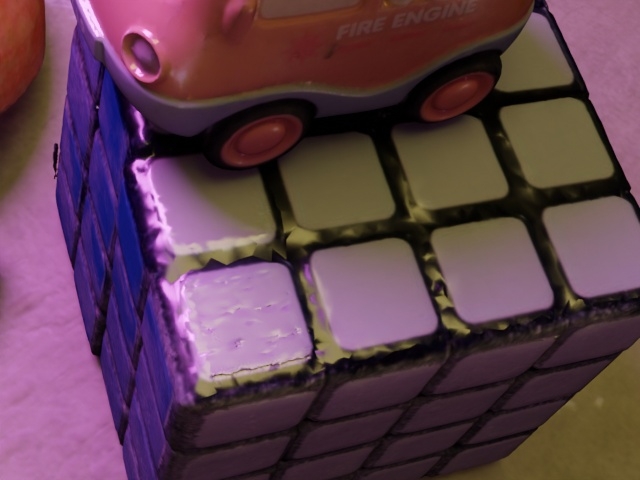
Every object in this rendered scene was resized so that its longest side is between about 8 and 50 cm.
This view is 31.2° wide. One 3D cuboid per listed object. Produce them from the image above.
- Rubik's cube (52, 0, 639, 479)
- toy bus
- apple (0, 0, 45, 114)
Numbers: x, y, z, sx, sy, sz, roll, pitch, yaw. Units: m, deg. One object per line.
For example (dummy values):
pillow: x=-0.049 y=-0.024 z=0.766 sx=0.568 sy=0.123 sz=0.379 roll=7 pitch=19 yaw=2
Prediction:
Rubik's cube: x=0.000 y=0.000 z=0.878 sx=0.343 sy=0.344 sz=0.337 roll=-10 pitch=66 yaw=-19
toy bus: x=0.007 y=-0.185 z=0.650 sx=0.287 sy=0.232 sz=0.194 roll=-13 pitch=68 yaw=-23
apple: x=-0.374 y=-0.226 z=0.941 sx=0.252 sy=0.314 sz=0.309 roll=-36 pitch=38 yaw=10
